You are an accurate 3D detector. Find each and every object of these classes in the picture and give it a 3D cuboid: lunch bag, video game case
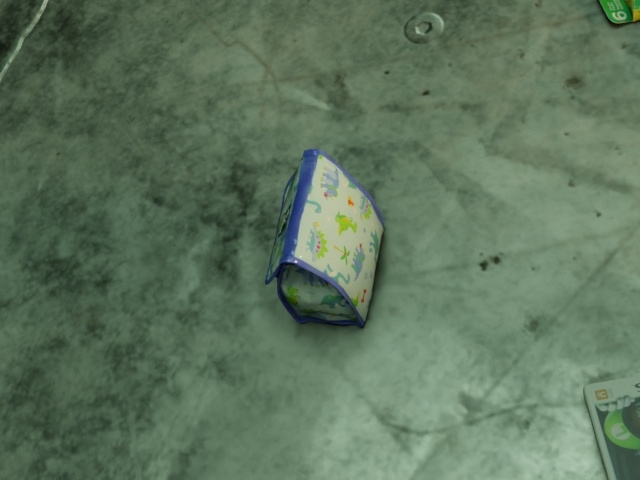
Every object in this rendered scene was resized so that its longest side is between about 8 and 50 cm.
[{"bbox_3d":[0.000,0.000,1.014,0.096,0.151,0.129,2,63,17],"label":"lunch bag"},{"bbox_3d":[0.330,0.184,0.857,0.173,0.022,0.190,-13,42,9],"label":"video game case"}]

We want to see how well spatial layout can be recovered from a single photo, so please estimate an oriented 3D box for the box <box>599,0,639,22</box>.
[{"bbox_3d":[0.397,-0.316,1.141,0.179,0.043,0.105,-19,57,7],"label":"box"}]
